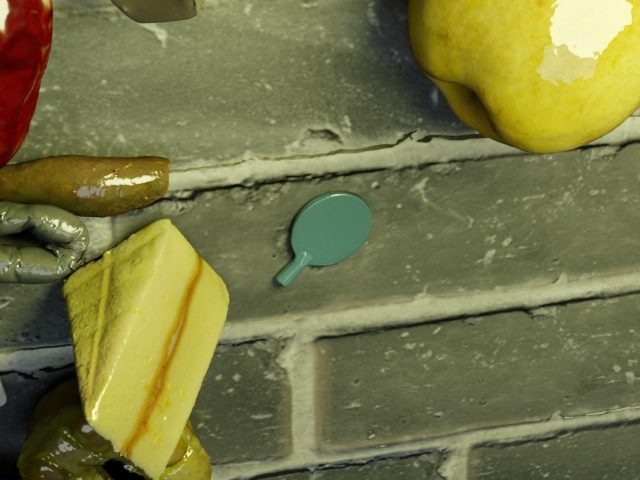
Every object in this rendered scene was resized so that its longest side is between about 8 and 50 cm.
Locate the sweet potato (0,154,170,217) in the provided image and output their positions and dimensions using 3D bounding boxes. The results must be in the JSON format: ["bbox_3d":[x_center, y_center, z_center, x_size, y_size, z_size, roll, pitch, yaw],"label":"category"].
[{"bbox_3d":[-0.295,-0.062,1.721,0.244,0.077,0.077,-4,125,-14],"label":"sweet potato"}]

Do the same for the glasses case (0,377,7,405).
[{"bbox_3d":[-0.425,0.181,1.885,0.032,0.021,0.083,-17,127,-6],"label":"glasses case"}]

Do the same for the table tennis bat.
[{"bbox_3d":[0.000,0.000,1.876,0.100,0.019,0.155,32,110,-31],"label":"table tennis bat"}]

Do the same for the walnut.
[{"bbox_3d":[-0.382,-0.175,1.512,0.222,0.244,0.269,-5,125,-13],"label":"walnut"}]

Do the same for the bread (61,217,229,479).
[{"bbox_3d":[-0.190,0.131,1.767,0.163,0.264,0.167,-32,131,10],"label":"bread"}]

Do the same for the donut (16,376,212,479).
[{"bbox_3d":[-0.264,0.285,1.934,0.208,0.128,0.261,-32,126,7],"label":"donut"}]

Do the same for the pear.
[{"bbox_3d":[0.249,-0.253,1.598,0.314,0.314,0.314,-7,125,-10],"label":"pear"}]

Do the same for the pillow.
[{"bbox_3d":[-0.434,-0.007,1.630,0.326,0.228,0.101,9,88,-19],"label":"pillow"}]

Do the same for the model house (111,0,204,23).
[{"bbox_3d":[-0.142,-0.344,1.512,0.188,0.122,0.229,-49,153,-25],"label":"model house"}]

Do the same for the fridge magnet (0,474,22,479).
[{"bbox_3d":[-0.454,0.414,1.983,0.265,0.112,0.265,-8,125,-11],"label":"fridge magnet"}]
